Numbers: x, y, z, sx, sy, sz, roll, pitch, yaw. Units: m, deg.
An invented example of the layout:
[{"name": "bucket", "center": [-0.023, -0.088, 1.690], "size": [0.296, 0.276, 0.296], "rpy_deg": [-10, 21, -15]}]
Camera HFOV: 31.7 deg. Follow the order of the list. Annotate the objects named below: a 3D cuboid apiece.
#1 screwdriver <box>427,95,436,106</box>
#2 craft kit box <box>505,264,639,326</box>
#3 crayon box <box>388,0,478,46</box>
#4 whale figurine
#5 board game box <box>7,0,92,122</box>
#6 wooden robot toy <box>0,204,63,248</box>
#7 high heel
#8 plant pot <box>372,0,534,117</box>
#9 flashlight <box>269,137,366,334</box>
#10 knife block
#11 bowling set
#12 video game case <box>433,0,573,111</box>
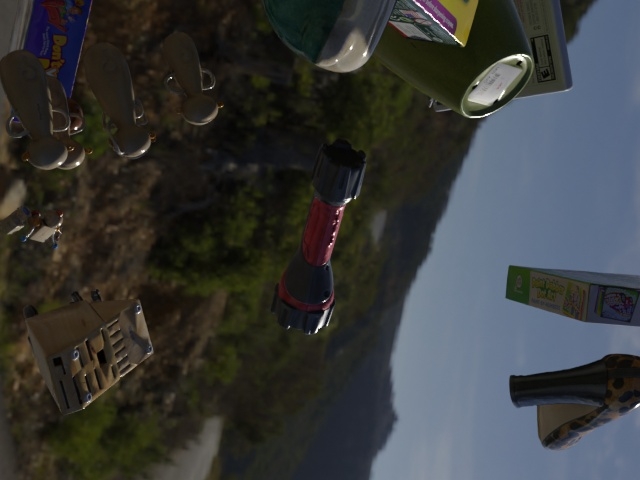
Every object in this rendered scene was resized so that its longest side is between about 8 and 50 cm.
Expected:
[{"name": "screwdriver", "center": [0.199, -0.255, 2.006], "size": [0.170, 0.024, 0.025], "rpy_deg": [-40, 139, -86]}, {"name": "craft kit box", "center": [0.414, 0.078, 1.530], "size": [0.250, 0.246, 0.061], "rpy_deg": [-163, -99, -76]}, {"name": "crayon box", "center": [0.126, -0.452, 1.436], "size": [0.363, 0.106, 0.313], "rpy_deg": [17, 88, -63]}, {"name": "whale figurine", "center": [0.017, -0.276, 1.093], "size": [0.272, 0.141, 0.216], "rpy_deg": [128, -15, -81]}, {"name": "board game box", "center": [-0.423, -0.339, 1.744], "size": [0.347, 0.078, 0.233], "rpy_deg": [-122, -133, -61]}, {"name": "wooden robot toy", "center": [-0.537, -0.042, 2.173], "size": [0.173, 0.079, 0.076], "rpy_deg": [21, 39, -62]}, {"name": "high heel", "center": [0.357, 0.204, 1.392], "size": [0.261, 0.186, 0.093], "rpy_deg": [38, 47, -58]}, {"name": "plant pot", "center": [0.195, -0.341, 1.772], "size": [0.294, 0.274, 0.275], "rpy_deg": [57, -23, 27]}, {"name": "flashlight", "center": [0.000, 0.000, 1.765], "size": [0.103, 0.103, 0.304], "rpy_deg": [-24, 139, -47]}, {"name": "knife block", "center": [-0.380, 0.153, 1.622], "size": [0.275, 0.242, 0.088], "rpy_deg": [-41, 121, -60]}, {"name": "bowling set", "center": [-0.284, -0.152, 1.470], "size": [0.200, 0.287, 0.154], "rpy_deg": [-40, -114, 59]}, {"name": "video game case", "center": [0.316, -0.427, 2.139], "size": [0.036, 0.300, 0.329], "rpy_deg": [-21, 103, -48]}]
